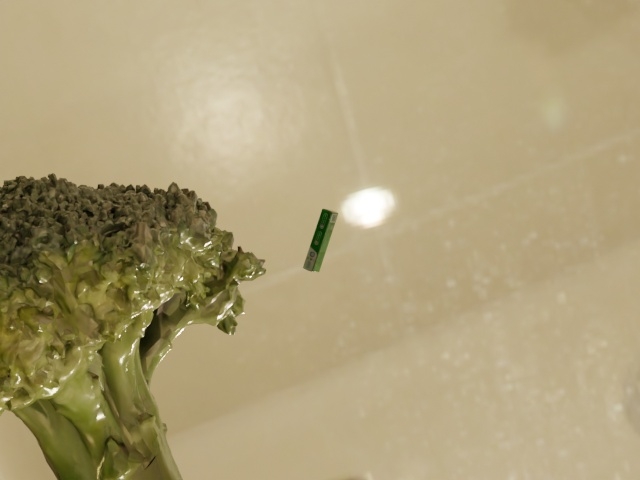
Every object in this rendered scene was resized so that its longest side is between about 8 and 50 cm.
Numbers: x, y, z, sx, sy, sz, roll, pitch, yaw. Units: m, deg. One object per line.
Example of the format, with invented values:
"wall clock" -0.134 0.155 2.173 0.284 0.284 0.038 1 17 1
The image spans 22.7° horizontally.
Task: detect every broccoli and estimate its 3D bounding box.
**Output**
"broccoli" -0.206 0.136 1.299 0.353 0.396 0.275 11 172 -22

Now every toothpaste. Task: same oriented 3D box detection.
"toothpaste" 0.000 0.000 2.076 0.017 0.083 0.020 22 -173 25
